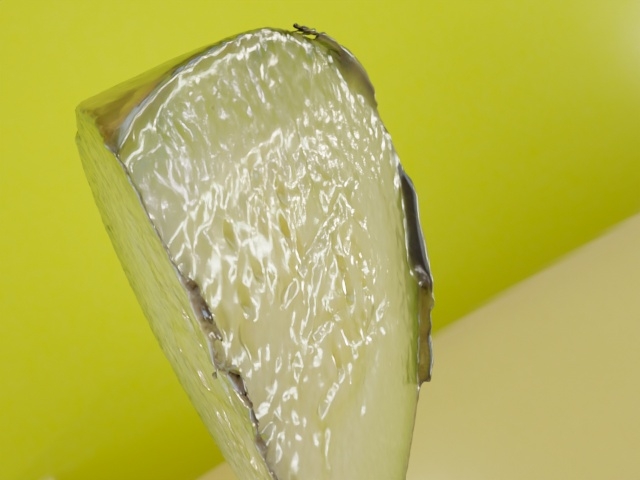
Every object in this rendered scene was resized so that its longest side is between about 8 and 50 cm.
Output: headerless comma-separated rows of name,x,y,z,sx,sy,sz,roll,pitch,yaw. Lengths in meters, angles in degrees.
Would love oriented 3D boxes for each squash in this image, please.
squash,0.000,0.000,0.653,0.155,0.237,0.204,-28,-151,-13
